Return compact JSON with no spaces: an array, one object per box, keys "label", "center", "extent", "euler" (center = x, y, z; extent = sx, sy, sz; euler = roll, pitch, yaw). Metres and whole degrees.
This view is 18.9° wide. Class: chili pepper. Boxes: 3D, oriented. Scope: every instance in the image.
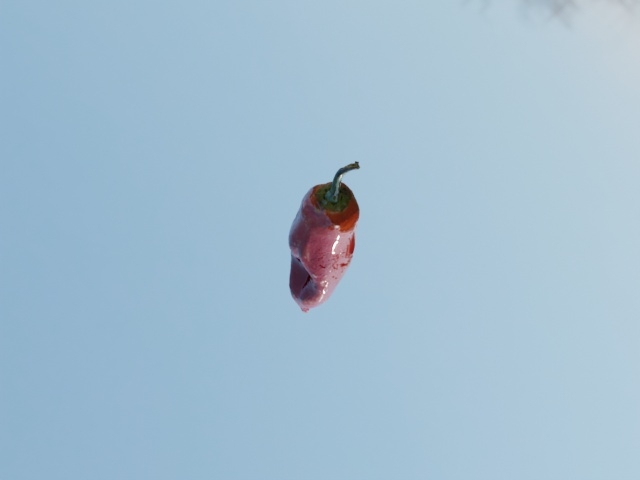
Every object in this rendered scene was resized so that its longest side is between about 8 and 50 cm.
[{"label":"chili pepper","center":[-0.001,0.000,1.580],"extent":[0.050,0.191,0.059],"euler":[-29,-118,-33]}]
